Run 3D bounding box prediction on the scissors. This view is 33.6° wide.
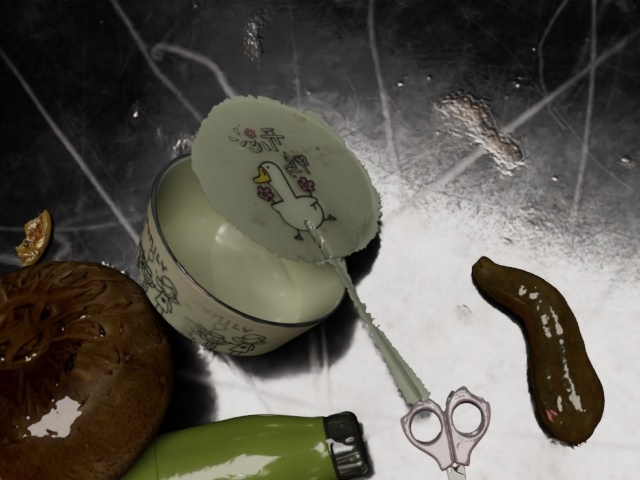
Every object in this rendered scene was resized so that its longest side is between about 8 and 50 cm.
[{"bbox_3d":[0.148,0.255,1.142,0.100,0.015,0.189,-11,76,5],"label":"scissors"}]

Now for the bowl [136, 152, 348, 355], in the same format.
[{"bbox_3d":[-0.097,0.031,1.145,0.238,0.237,0.126,49,128,16],"label":"bowl"}]

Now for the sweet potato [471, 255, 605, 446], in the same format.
[{"bbox_3d":[0.243,0.108,1.146,0.081,0.062,0.233,-24,71,2],"label":"sweet potato"}]

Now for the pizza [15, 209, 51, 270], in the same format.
[{"bbox_3d":[-0.344,0.002,1.264,0.037,0.016,0.083,18,80,17],"label":"pizza"}]

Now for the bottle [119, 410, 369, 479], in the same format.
[{"bbox_3d":[-0.081,0.242,1.120,0.260,0.112,0.112,-14,74,3],"label":"bottle"}]

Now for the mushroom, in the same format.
[{"bbox_3d":[-0.292,0.148,1.120,0.278,0.163,0.297,-43,45,2],"label":"mushroom"}]

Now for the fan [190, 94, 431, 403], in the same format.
[{"bbox_3d":[0.000,0.000,1.144,0.233,0.012,0.415,-10,60,-37],"label":"fan"}]
